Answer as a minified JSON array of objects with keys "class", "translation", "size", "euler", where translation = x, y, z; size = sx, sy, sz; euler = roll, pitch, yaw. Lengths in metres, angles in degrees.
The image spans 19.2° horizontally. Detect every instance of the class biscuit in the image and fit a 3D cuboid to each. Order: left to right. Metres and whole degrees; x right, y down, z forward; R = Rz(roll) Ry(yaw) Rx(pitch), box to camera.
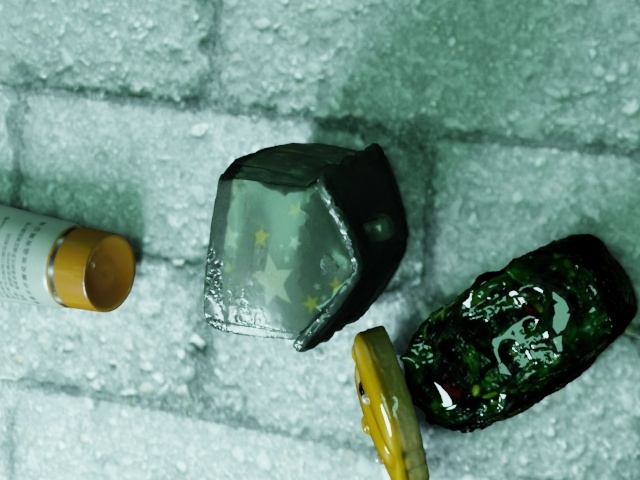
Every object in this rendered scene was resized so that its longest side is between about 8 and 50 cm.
[{"class":"biscuit","translation":[0.058,0.156,1.827],"size":[0.050,0.170,0.170],"euler":[-16,89,-3]}]

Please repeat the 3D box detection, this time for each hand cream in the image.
[{"class":"hand cream","translation":[-0.349,0.020,2.069],"size":[0.314,0.089,0.140],"euler":[12,101,31]}]

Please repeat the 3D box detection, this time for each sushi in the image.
[{"class":"sushi","translation":[0.183,0.090,1.768],"size":[0.225,0.127,0.124],"euler":[-37,78,26]}]

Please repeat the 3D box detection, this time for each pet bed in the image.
[{"class":"pet bed","translation":[0.000,0.000,1.808],"size":[0.159,0.211,0.183],"euler":[10,101,17]}]
